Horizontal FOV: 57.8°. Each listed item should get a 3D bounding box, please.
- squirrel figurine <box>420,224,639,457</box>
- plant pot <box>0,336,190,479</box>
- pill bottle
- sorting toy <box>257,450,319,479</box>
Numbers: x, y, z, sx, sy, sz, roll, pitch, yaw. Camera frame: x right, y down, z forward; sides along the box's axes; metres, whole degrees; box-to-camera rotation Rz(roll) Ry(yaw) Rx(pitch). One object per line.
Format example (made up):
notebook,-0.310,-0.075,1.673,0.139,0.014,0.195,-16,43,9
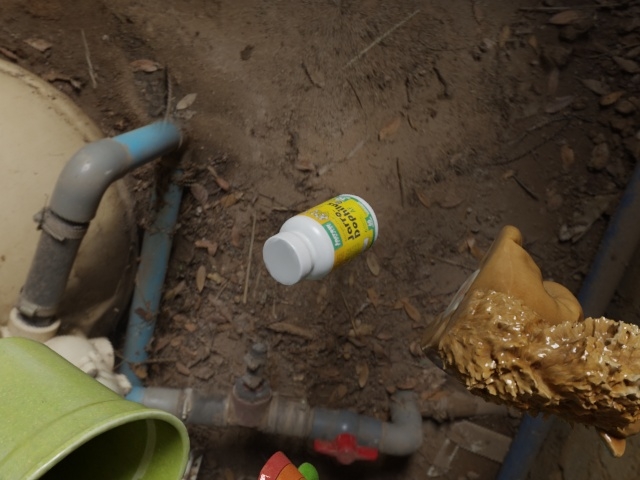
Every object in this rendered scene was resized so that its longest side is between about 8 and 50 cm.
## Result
squirrel figurine,0.381,0.202,0.937,0.370,0.397,0.281,36,103,7
plant pot,-0.350,0.258,0.715,0.253,0.276,0.276,31,115,30
pill bottle,0.000,0.000,1.018,0.117,0.208,0.118,18,120,35
sorting toy,-0.004,0.488,1.064,0.126,0.127,0.366,13,157,24
